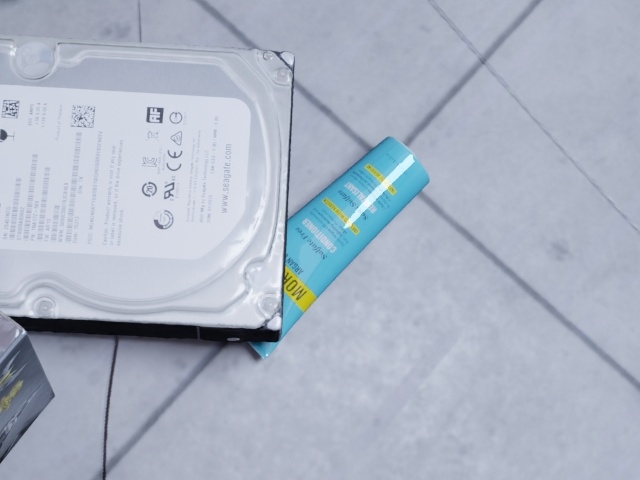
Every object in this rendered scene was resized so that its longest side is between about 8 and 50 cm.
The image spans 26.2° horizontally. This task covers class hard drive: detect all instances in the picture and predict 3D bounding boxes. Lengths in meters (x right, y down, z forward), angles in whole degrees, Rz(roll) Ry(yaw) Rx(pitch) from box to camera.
[{"bbox_3d":[-0.193,-0.045,1.095,0.339,0.064,0.237,3,74,-1],"label":"hard drive"}]

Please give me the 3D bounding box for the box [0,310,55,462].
[{"bbox_3d":[-0.272,0.144,0.962,0.056,0.231,0.183,36,72,5],"label":"box"}]

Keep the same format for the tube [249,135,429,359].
[{"bbox_3d":[0.000,0.000,1.141,0.207,0.052,0.080,-43,74,-10],"label":"tube"}]
